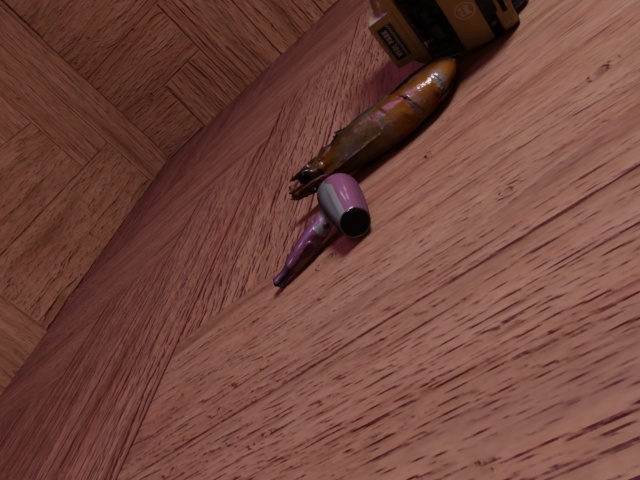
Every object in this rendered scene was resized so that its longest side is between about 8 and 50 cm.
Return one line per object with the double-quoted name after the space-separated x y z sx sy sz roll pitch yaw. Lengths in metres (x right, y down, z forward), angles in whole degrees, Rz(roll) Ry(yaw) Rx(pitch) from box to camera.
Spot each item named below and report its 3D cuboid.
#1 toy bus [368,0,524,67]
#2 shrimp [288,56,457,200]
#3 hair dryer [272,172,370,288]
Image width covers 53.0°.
0.147 -0.422 0.923 0.201 0.177 0.366 -28 48 22 "toy bus"
0.068 -0.156 0.886 0.287 0.063 0.152 -36 19 18 "shrimp"
-0.002 -0.001 0.766 0.154 0.054 0.106 -51 22 17 "hair dryer"
